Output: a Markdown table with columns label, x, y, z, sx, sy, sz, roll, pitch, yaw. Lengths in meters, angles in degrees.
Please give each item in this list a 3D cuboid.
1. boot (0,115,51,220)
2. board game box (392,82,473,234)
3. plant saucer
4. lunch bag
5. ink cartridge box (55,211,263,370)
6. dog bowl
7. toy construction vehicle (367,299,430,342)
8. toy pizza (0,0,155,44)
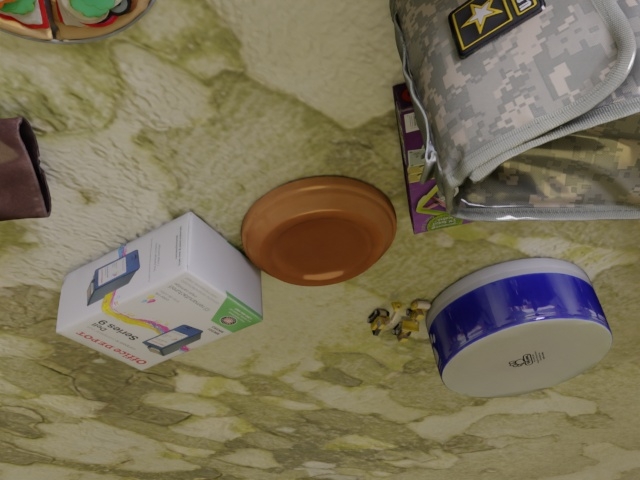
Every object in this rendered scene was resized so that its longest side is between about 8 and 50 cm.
| label | x | y | z | sx | sy | sz | roll | pitch | yaw |
| --- | --- | --- | --- | --- | --- | --- | --- | --- | --- |
| boot | -0.385 | -0.022 | 0.628 | 0.206 | 0.090 | 0.249 | 1 | 133 | -11 |
| board game box | 0.261 | -0.116 | 0.672 | 0.346 | 0.056 | 0.208 | -11 | 138 | 5 |
| plant saucer | 0.000 | 0.000 | 0.780 | 0.199 | 0.037 | 0.200 | -5 | 143 | -4 |
| lunch bag | 0.202 | -0.144 | 0.468 | 0.286 | 0.235 | 0.169 | -8 | 146 | 1 |
| ink cartridge box | -0.203 | 0.074 | 0.794 | 0.212 | 0.093 | 0.154 | -22 | 141 | 21 |
| dog bowl | 0.305 | 0.145 | 0.964 | 0.264 | 0.104 | 0.265 | -5 | 142 | -4 |
| toy construction vehicle | 0.125 | 0.130 | 0.969 | 0.085 | 0.035 | 0.098 | 12 | 138 | -24 |
| toy pizza | -0.213 | -0.227 | 0.454 | 0.201 | 0.032 | 0.201 | -5 | 142 | -4 |
